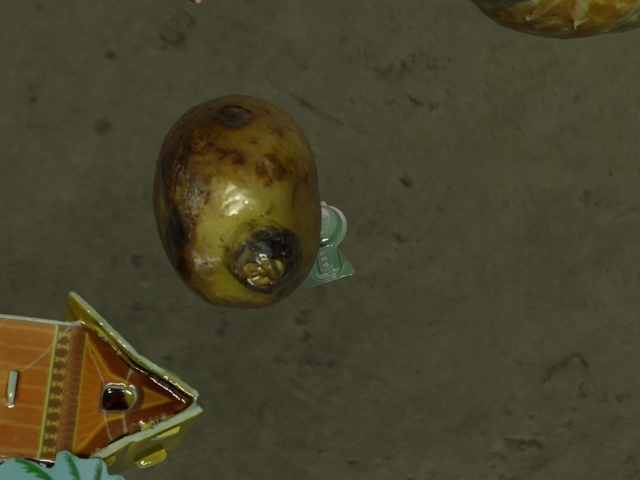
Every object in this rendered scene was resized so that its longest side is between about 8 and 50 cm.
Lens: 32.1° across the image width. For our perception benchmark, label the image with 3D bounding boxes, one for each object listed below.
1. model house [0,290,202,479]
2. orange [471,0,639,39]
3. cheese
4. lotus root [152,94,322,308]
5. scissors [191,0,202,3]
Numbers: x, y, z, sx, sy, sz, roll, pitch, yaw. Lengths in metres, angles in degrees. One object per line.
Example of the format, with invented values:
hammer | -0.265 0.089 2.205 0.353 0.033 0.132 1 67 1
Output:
model house | -0.299 0.240 1.138 0.323 0.300 0.340 7 61 -12
orange | 0.217 -0.328 0.913 0.329 0.329 0.249 -45 29 7
cheese | 0.000 0.000 1.250 0.067 0.026 0.121 -18 48 6
lotus root | -0.070 -0.032 0.937 0.141 0.314 0.169 -6 107 -6
scissors | -0.161 -0.303 1.309 0.012 0.113 0.039 -20 114 -15
